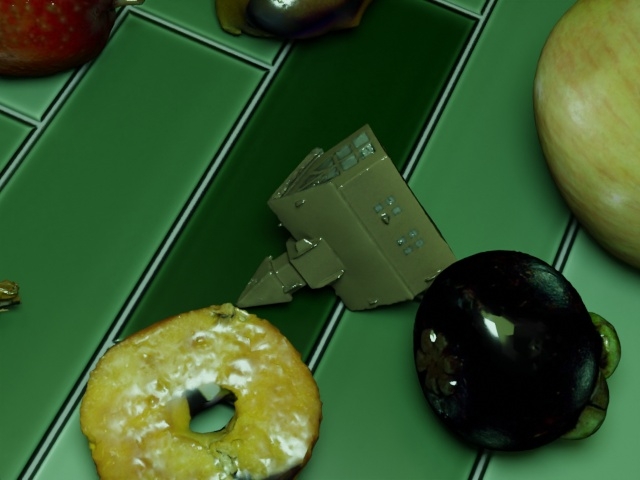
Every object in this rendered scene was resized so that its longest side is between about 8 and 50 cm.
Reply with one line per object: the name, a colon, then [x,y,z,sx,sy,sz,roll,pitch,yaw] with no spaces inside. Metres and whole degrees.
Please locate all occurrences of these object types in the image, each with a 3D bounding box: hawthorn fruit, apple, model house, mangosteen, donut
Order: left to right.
hawthorn fruit: [-0.347,-0.306,1.353,0.250,0.215,0.215,6,61,-11]
donut: [-0.126,0.191,1.150,0.253,0.118,0.253,4,61,-7]
model house: [0.000,0.000,1.268,0.248,0.181,0.176,-33,25,6]
mangosteen: [0.215,0.121,1.177,0.243,0.243,0.243,3,62,-5]
apple: [0.443,-0.150,1.253,0.391,0.391,0.346,-6,49,-9]

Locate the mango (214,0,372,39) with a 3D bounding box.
mango: [-0.006,-0.371,1.444,0.201,0.152,0.287,40,67,3]

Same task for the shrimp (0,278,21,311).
shrimp: [-0.461,0.045,1.224,0.249,0.068,0.150,11,56,5]
